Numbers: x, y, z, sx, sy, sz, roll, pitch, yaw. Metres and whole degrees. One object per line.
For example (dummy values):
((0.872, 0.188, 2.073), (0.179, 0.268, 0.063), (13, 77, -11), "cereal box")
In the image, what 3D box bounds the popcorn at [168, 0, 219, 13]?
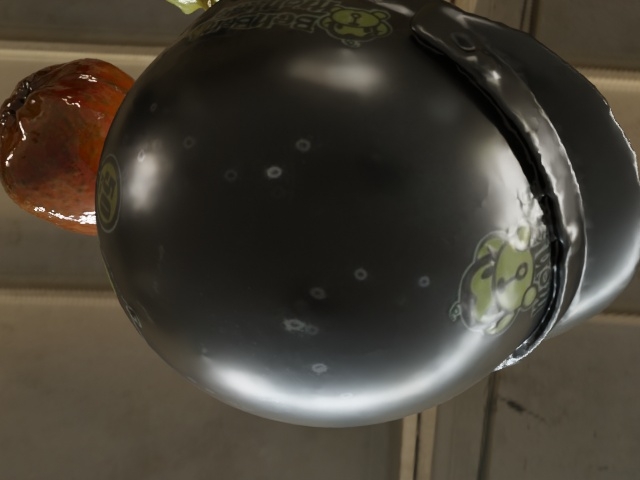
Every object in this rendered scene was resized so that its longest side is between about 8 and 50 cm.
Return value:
((-0.042, -0.280, 0.950), (0.249, 0.225, 0.249), (-9, -40, -8), "popcorn")

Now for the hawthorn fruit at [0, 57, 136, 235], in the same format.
((-0.154, -0.062, 0.749), (0.128, 0.128, 0.128), (2, -73, 8), "hawthorn fruit")

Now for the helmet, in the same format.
((0.000, 0.000, 0.556), (0.278, 0.160, 0.231), (10, -55, 32), "helmet")
